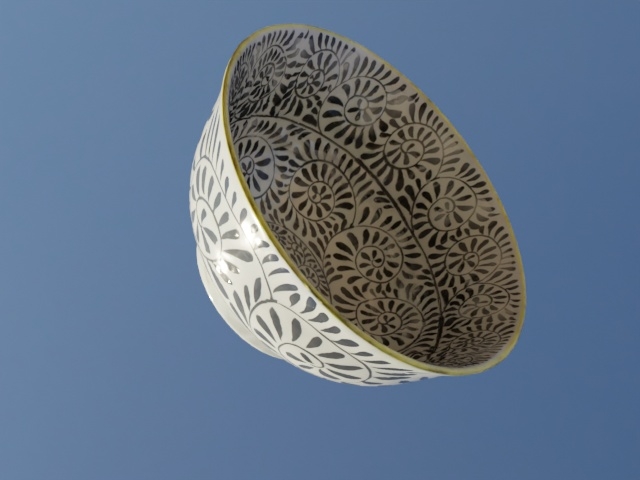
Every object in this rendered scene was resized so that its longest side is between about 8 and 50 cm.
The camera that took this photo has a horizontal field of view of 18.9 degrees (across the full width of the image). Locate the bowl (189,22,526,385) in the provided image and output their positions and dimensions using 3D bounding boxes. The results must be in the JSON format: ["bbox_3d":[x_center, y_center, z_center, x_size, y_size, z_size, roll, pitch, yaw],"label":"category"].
[{"bbox_3d":[0.000,0.000,0.812,0.080,0.170,0.170,-37,-143,32],"label":"bowl"}]
